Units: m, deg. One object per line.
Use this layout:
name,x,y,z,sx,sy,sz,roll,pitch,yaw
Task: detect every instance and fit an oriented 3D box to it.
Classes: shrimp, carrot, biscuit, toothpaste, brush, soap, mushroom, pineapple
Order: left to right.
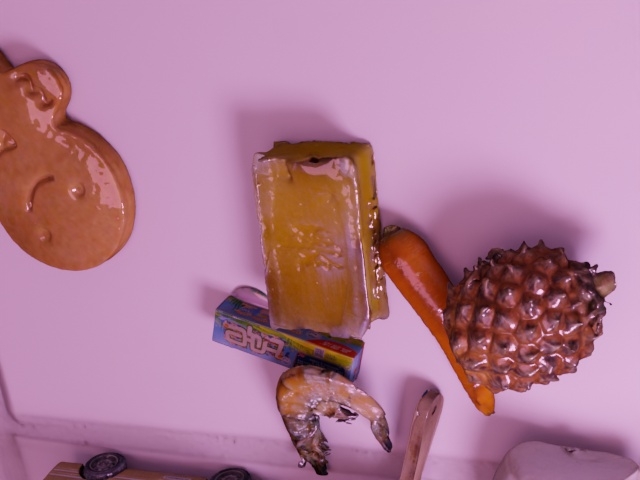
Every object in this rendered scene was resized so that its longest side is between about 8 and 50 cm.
biscuit,-0.395,-0.108,1.492,0.355,0.052,0.275,48,123,-2
toothpaste,-0.041,0.119,1.440,0.193,0.044,0.070,18,120,16
soap,0.001,-0.001,1.349,0.135,0.076,0.233,4,116,24
shrimp,0.018,0.238,1.447,0.150,0.051,0.217,8,136,17
brush,0.095,0.325,1.469,0.065,0.070,0.327,25,120,24
carrot,0.148,0.097,1.336,0.066,0.062,0.271,-29,100,27
pineapple,0.233,0.077,1.237,0.193,0.166,0.166,-27,100,24
mushroom,0.268,0.384,1.381,0.159,0.122,0.328,23,121,24

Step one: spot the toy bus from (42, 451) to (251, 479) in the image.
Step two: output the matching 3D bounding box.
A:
toy bus,-0.237,0.429,1.582,0.365,0.202,0.177,1,114,22
